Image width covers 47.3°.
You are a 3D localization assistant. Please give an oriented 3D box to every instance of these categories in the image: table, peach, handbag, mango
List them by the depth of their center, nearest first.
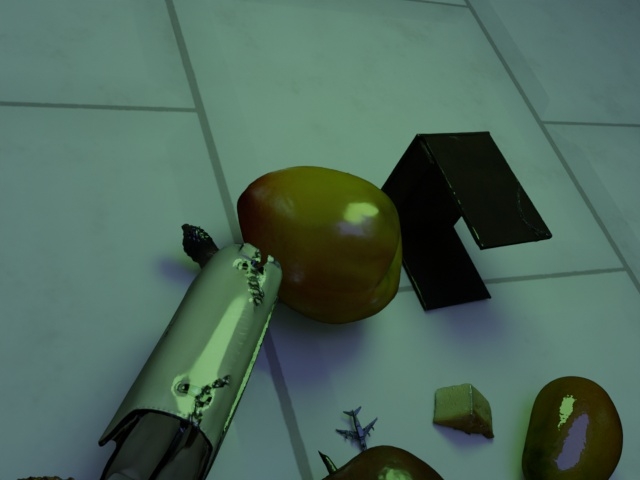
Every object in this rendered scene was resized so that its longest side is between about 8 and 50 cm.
[{"bbox_3d":[-0.183,0.194,1.107,0.160,0.237,0.358,27,39,-6],"label":"handbag"},{"bbox_3d":[0.000,0.002,1.353,0.308,0.289,0.289,12,46,17],"label":"peach"},{"bbox_3d":[0.475,0.376,1.373,0.175,0.139,0.254,22,55,8],"label":"mango"},{"bbox_3d":[0.282,-0.042,1.530,0.196,0.250,0.282,-6,58,-29],"label":"table"}]

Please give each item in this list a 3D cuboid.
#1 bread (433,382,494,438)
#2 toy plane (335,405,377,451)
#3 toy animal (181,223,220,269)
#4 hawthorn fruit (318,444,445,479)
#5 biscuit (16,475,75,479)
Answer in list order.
[{"bbox_3d":[0.276,0.328,1.396,0.109,0.080,0.084,45,37,-36],"label":"bread"},{"bbox_3d":[0.068,0.335,1.288,0.078,0.024,0.084,-13,60,-11],"label":"toy plane"},{"bbox_3d":[-0.180,0.051,1.368,0.220,0.086,0.069,34,48,-22],"label":"toy animal"},{"bbox_3d":[0.085,0.427,1.063,0.267,0.268,0.301,-13,59,-32],"label":"hawthorn fruit"},{"bbox_3d":[-0.350,0.367,0.953,0.254,0.254,0.035,12,94,-17],"label":"biscuit"}]
